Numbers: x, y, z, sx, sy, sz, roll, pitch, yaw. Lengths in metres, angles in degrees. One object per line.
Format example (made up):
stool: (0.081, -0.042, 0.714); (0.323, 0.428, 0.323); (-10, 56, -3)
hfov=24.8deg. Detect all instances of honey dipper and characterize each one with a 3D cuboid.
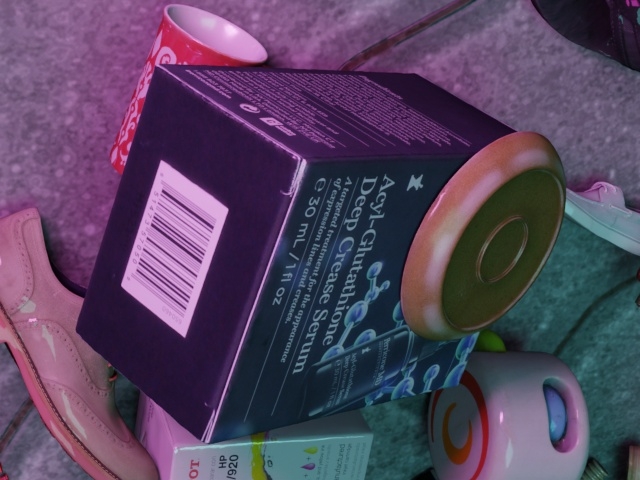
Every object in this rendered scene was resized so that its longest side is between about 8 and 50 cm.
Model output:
honey dipper: (0.321, 0.358, 1.980); (0.161, 0.030, 0.030); (-42, 124, 9)

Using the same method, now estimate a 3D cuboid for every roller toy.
roller toy: (0.231, 0.231, 1.772); (0.146, 0.191, 0.209); (2, 116, -23)

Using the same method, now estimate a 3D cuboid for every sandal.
sandal: (0.398, 0.388, 2.012); (0.079, 0.088, 0.240); (6, 112, 11)
sandal: (0.412, -0.234, 1.633); (0.446, 0.107, 0.167); (28, 105, -31)

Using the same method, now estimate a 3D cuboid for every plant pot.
plant pot: (0.173, 0.004, 1.453); (0.236, 0.032, 0.236); (-31, 140, -31)

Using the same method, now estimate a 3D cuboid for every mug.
mug: (-0.124, -0.130, 1.476); (0.150, 0.113, 0.169); (25, 111, -10)

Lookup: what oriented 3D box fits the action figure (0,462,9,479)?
action figure: (-0.412, 0.289, 1.653); (0.115, 0.030, 0.038); (-23, 128, -6)

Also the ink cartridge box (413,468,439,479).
ink cartridge box: (0.234, 0.474, 1.918); (0.069, 0.176, 0.371); (-35, 124, 0)

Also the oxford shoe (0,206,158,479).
oxford shoe: (-0.253, 0.126, 1.530); (0.130, 0.123, 0.348); (-34, 109, -7)

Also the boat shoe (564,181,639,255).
boat shoe: (0.340, -0.037, 1.744); (0.184, 0.066, 0.063); (25, 96, -30)

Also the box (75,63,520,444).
box: (0.000, 0.000, 1.457); (0.395, 0.212, 0.293); (-6, 123, -48)

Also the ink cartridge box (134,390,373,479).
ink cartridge box: (-0.086, 0.249, 1.671); (0.233, 0.168, 0.171); (-1, 118, -20)

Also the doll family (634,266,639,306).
doll family: (0.438, 0.000, 1.763); (0.193, 0.076, 0.111); (-70, 155, -19)
